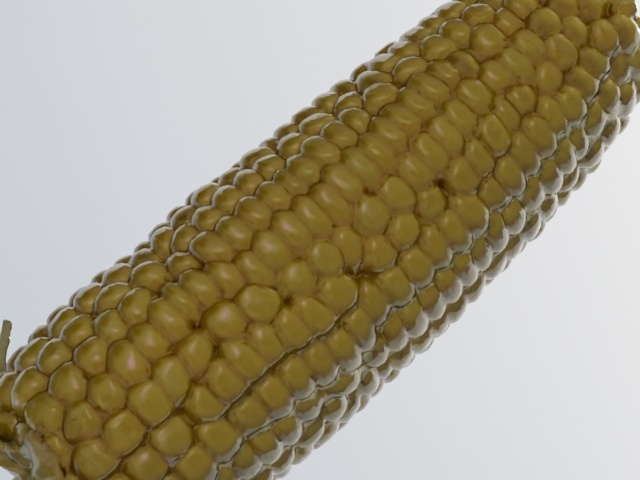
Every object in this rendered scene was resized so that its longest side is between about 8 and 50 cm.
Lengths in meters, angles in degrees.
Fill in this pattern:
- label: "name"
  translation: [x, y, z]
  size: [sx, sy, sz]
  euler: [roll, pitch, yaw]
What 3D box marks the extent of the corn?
- label: "corn"
  translation: [0.003, 0.004, 0.620]
  size: [0.260, 0.091, 0.091]
  euler: [-42, -66, -11]
